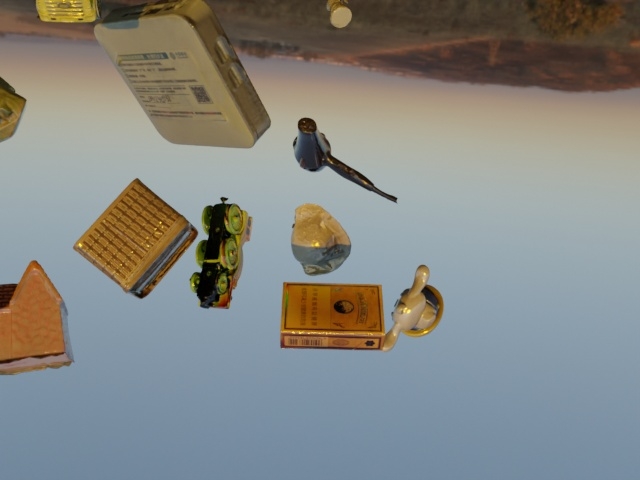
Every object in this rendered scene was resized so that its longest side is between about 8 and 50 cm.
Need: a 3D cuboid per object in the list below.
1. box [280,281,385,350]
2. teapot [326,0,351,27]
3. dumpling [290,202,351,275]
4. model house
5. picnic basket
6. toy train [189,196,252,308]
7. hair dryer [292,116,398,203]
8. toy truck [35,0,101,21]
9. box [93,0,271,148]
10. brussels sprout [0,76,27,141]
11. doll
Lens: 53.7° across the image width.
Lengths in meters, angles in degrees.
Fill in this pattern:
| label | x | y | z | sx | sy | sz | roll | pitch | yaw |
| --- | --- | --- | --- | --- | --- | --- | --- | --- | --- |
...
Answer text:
| label | x | y | z | sx | sy | sz | roll | pitch | yaw |
| --- | --- | --- | --- | --- | --- | --- | --- | --- | --- |
| box | 0.034 | 0.221 | 1.861 | 0.301 | 0.084 | 0.193 | 1 | -134 | -1 |
| teapot | 0.045 | -0.596 | 1.627 | 0.057 | 0.067 | 0.083 | 14 | -142 | -33 |
| dumpling | -0.001 | 0.005 | 2.305 | 0.226 | 0.175 | 0.243 | 2 | 150 | 18 |
| model house | -0.725 | 0.190 | 1.521 | 0.236 | 0.238 | 0.202 | -6 | 165 | -13 |
| picnic basket | -0.439 | 0.007 | 1.559 | 0.175 | 0.228 | 0.313 | 40 | 169 | -3 |
| toy train | -0.255 | 0.041 | 1.644 | 0.100 | 0.296 | 0.160 | 1 | 160 | 18 |
| hair dryer | 0.076 | -0.214 | 1.805 | 0.359 | 0.120 | 0.304 | 32 | 169 | 7 |
| toy truck | -0.485 | -0.555 | 1.215 | 0.124 | 0.157 | 0.272 | -2 | -123 | -7 |
| box | -0.356 | -0.421 | 1.635 | 0.395 | 0.397 | 0.111 | 9 | -128 | 36 |
| brussels sprout | -0.811 | -0.297 | 1.424 | 0.271 | 0.210 | 0.220 | 5 | -132 | -21 |
| doll | 0.314 | 0.266 | 2.140 | 0.159 | 0.311 | 0.242 | 33 | 169 | 11 |
